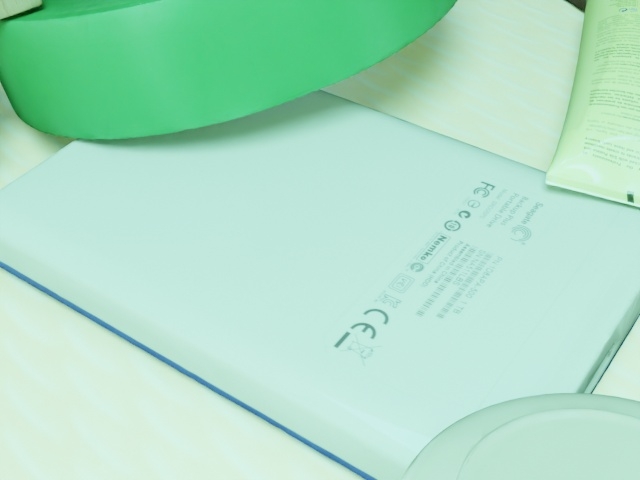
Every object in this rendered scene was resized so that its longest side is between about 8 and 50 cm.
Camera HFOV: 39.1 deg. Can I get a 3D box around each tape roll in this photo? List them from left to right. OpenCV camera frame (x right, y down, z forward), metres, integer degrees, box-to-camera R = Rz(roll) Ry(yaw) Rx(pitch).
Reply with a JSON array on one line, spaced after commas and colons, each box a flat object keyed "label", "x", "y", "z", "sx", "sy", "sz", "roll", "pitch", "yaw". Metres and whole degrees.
[{"label": "tape roll", "x": -0.067, "y": -0.178, "z": 0.604, "sx": 0.321, "sy": 0.077, "sz": 0.321, "roll": -11, "pitch": 32, "yaw": 7}]

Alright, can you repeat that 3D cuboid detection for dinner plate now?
[{"label": "dinner plate", "x": 0.094, "y": 0.095, "z": 0.313, "sx": 0.141, "sy": 0.017, "sz": 0.141, "roll": -6, "pitch": 32, "yaw": 4}]

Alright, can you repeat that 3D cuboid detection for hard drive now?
[{"label": "hard drive", "x": 0.000, "y": 0.000, "z": 0.488, "sx": 0.319, "sy": 0.040, "sz": 0.210, "roll": 24, "pitch": 48, "yaw": 27}]

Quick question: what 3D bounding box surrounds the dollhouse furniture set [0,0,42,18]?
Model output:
[{"label": "dollhouse furniture set", "x": -0.226, "y": -0.232, "z": 0.534, "sx": 0.242, "sy": 0.161, "sz": 0.212, "roll": -19, "pitch": 32, "yaw": -1}]

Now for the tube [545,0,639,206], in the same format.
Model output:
[{"label": "tube", "x": 0.190, "y": -0.091, "z": 0.556, "sx": 0.070, "sy": 0.062, "sz": 0.240, "roll": -21, "pitch": 29, "yaw": 30}]

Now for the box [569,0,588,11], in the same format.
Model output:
[{"label": "box", "x": 0.204, "y": -0.342, "z": 0.746, "sx": 0.143, "sy": 0.191, "sz": 0.381, "roll": -18, "pitch": 44, "yaw": -17}]
